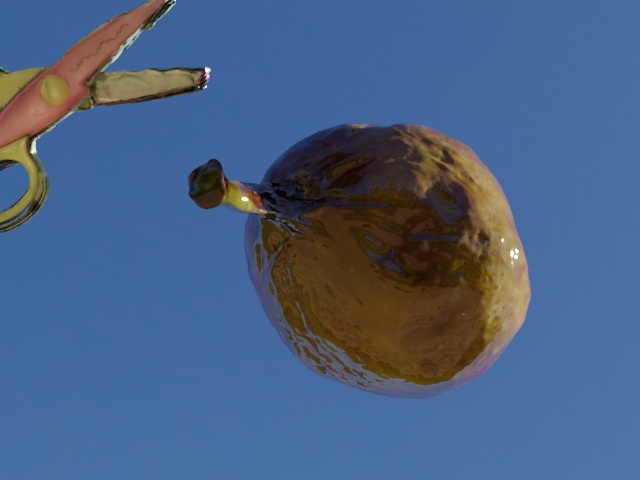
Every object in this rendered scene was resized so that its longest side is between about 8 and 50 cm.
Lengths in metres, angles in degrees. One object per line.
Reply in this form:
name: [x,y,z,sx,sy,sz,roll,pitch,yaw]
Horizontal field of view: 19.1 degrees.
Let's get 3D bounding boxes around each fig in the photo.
fig: [0.031,-0.014,1.206,0.191,0.190,0.290,2,-27,16]

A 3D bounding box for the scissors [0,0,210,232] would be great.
scissors: [-0.156,-0.088,1.126,0.187,0.020,0.133,-20,-77,20]
